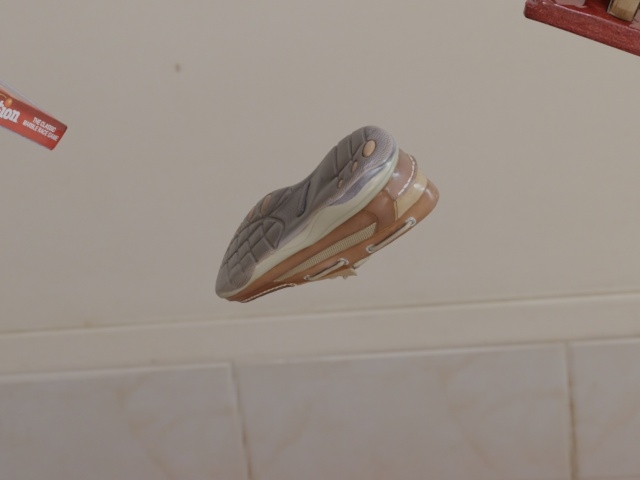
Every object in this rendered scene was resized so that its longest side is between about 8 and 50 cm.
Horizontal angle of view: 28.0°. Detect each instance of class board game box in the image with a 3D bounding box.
[{"bbox_3d":[-0.332,-0.164,0.987,0.027,0.281,0.145,-57,155,3],"label":"board game box"}]

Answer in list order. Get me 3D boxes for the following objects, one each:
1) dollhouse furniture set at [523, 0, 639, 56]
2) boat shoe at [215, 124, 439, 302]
[{"bbox_3d":[0.248,-0.247,0.735,0.374,0.152,0.201,-58,168,-56],"label":"dollhouse furniture set"},{"bbox_3d":[0.000,0.000,1.388,0.116,0.324,0.123,33,51,-22],"label":"boat shoe"}]
